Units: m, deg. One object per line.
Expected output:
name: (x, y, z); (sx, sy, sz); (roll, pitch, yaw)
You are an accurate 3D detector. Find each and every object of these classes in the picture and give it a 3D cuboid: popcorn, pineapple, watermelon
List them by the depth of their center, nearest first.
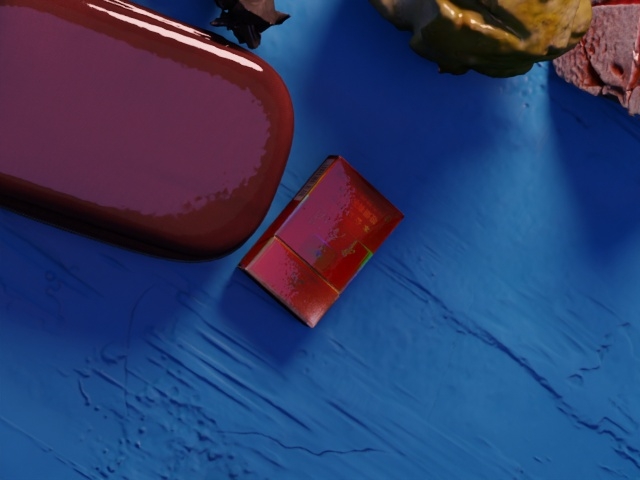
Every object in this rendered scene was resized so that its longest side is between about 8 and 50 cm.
pineapple: (-0.109, -0.326, 1.750); (0.119, 0.111, 0.237); (-32, 103, -31)
popcorn: (0.190, -0.289, 1.779); (0.225, 0.276, 0.276); (-35, 105, 19)
watermelon: (0.390, -0.239, 1.922); (0.262, 0.201, 0.213); (4, 92, -61)

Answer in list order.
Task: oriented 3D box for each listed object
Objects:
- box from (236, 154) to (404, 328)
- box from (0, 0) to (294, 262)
box: (0.000, 0.000, 1.840); (0.112, 0.048, 0.175); (41, 81, -16)
box: (-0.228, -0.131, 1.725); (0.404, 0.108, 0.263); (20, 87, -18)
